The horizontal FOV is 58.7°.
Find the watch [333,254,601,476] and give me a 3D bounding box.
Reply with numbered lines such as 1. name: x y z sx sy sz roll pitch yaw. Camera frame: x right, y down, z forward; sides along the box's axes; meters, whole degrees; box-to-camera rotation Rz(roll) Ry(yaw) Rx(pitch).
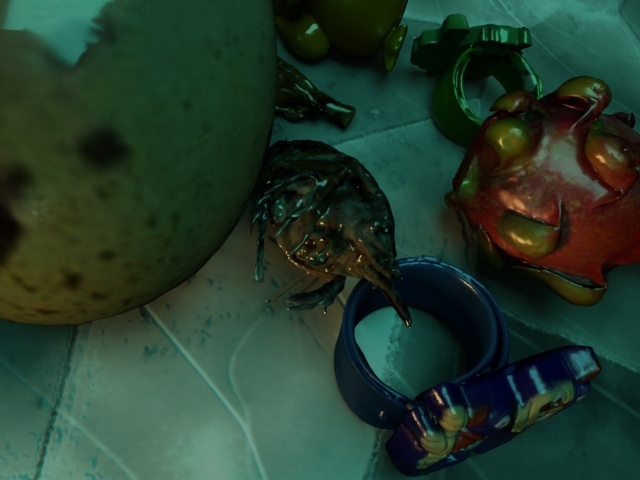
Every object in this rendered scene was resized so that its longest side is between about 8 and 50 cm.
1. watch: 0.116 0.116 0.574 0.196 0.171 0.200 -12 56 -24

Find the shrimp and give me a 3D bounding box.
1. shrimp: 0.000 -0.001 0.567 0.137 0.172 0.372 -2 29 -5

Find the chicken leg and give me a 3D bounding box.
1. chicken leg: -0.041 -0.187 0.739 0.178 0.070 0.093 20 68 -12

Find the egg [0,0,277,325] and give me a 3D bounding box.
1. egg: -0.208 -0.136 0.495 0.344 0.345 0.428 23 103 1

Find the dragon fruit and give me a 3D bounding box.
1. dragon fruit: 0.300 -0.060 0.649 0.307 0.227 0.243 -18 74 -21

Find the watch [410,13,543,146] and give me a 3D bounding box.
1. watch: 0.206 -0.204 0.773 0.165 0.131 0.152 -1 83 -16

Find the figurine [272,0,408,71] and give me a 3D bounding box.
1. figurine: 0.020 -0.345 0.774 0.228 0.215 0.215 13 62 -21
